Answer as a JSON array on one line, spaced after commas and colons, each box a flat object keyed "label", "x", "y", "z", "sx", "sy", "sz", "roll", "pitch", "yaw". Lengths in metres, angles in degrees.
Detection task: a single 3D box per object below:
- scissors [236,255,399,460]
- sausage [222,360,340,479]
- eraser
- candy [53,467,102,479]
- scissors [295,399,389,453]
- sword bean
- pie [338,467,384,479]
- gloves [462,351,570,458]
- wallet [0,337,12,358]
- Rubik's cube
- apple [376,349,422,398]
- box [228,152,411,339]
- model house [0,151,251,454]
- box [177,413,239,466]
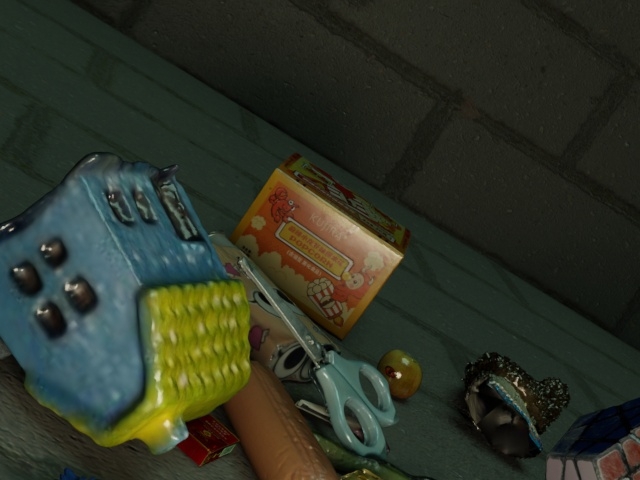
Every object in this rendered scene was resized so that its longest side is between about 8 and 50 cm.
[{"label": "scissors", "x": -0.009, "y": 0.161, "z": 1.493, "sx": 0.360, "sy": 0.029, "sz": 0.191, "roll": 50, "pitch": 29, "yaw": -12}, {"label": "sausage", "x": -0.052, "y": 0.243, "z": 1.257, "sx": 0.086, "sy": 0.086, "sz": 0.289, "roll": 25, "pitch": 17, "yaw": -35}, {"label": "eraser", "x": -0.116, "y": 0.096, "z": 1.617, "sx": 0.290, "sy": 0.087, "sz": 0.171, "roll": 43, "pitch": 14, "yaw": 30}, {"label": "candy", "x": -0.111, "y": 0.314, "z": 0.904, "sx": 0.331, "sy": 0.077, "sz": 0.187, "roll": 35, "pitch": 6, "yaw": 1}, {"label": "scissors", "x": 0.031, "y": 0.264, "z": 1.520, "sx": 0.176, "sy": 0.022, "sz": 0.085, "roll": 28, "pitch": 22, "yaw": -35}, {"label": "sword bean", "x": 0.079, "y": 0.316, "z": 1.423, "sx": 0.269, "sy": 0.038, "sz": 0.043, "roll": 27, "pitch": 21, "yaw": -24}, {"label": "pie", "x": 0.071, "y": 0.362, "z": 1.182, "sx": 0.129, "sy": 0.068, "sz": 0.282, "roll": 29, "pitch": 18, "yaw": -20}, {"label": "gloves", "x": 0.360, "y": 0.298, "z": 1.950, "sx": 0.210, "sy": 0.135, "sz": 0.312, "roll": 30, "pitch": 11, "yaw": 1}, {"label": "wallet", "x": -0.424, "y": 0.059, "z": 1.128, "sx": 0.222, "sy": 0.036, "sz": 0.167, "roll": 38, "pitch": 13, "yaw": 7}, {"label": "Rubik's cube", "x": 0.506, "y": 0.406, "z": 1.633, "sx": 0.264, "sy": 0.319, "sz": 0.319, "roll": 60, "pitch": 13, "yaw": -4}, {"label": "apple", "x": 0.138, "y": 0.230, "z": 1.789, "sx": 0.084, "sy": 0.071, "sz": 0.084, "roll": 34, "pitch": 13, "yaw": -9}, {"label": "box", "x": 0.000, "y": 0.000, "z": 1.968, "sx": 0.283, "sy": 0.214, "sz": 0.259, "roll": 34, "pitch": 11, "yaw": 0}, {"label": "model house", "x": -0.212, "y": 0.088, "z": 1.148, "sx": 0.303, "sy": 0.215, "sz": 0.237, "roll": 61, "pitch": 17, "yaw": 11}, {"label": "box", "x": -0.136, "y": 0.234, "z": 1.222, "sx": 0.051, "sy": 0.023, "sz": 0.082, "roll": 37, "pitch": 13, "yaw": 17}]
